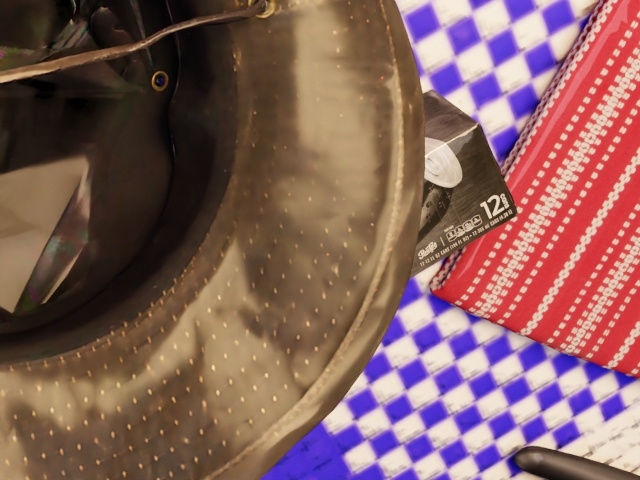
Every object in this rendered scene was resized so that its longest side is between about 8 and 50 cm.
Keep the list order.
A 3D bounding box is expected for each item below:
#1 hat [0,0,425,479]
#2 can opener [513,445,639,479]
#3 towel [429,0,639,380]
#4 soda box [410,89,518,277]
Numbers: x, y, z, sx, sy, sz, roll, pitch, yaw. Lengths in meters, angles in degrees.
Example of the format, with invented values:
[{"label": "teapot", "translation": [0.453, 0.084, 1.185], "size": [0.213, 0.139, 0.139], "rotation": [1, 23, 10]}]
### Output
[{"label": "hat", "translation": [-0.129, -0.053, 0.406], "size": [0.331, 0.134, 0.331], "rotation": [0, 90, -26]}, {"label": "can opener", "translation": [0.188, 0.159, 0.671], "size": [0.186, 0.059, 0.073], "rotation": [24, 131, -17]}, {"label": "towel", "translation": [0.215, -0.010, 0.613], "size": [0.275, 0.031, 0.198], "rotation": [21, 108, -24]}, {"label": "soda box", "translation": [0.000, 0.000, 0.525], "size": [0.169, 0.060, 0.053], "rotation": [-31, 119, -3]}]
